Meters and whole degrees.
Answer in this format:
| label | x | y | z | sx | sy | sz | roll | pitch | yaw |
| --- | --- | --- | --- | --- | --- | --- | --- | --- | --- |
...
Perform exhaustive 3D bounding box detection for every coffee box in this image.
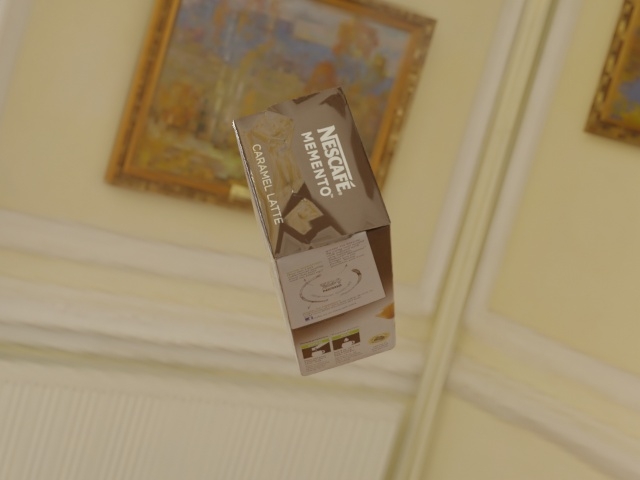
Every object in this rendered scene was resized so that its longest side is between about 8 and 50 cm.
| label | x | y | z | sx | sy | sz | roll | pitch | yaw |
| --- | --- | --- | --- | --- | --- | --- | --- | --- | --- |
| coffee box | 0.000 | 0.000 | 1.182 | 0.098 | 0.141 | 0.246 | -17 | -26 | -4 |
